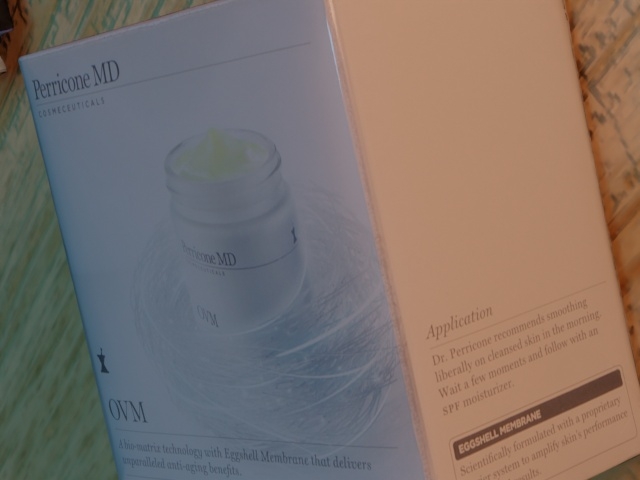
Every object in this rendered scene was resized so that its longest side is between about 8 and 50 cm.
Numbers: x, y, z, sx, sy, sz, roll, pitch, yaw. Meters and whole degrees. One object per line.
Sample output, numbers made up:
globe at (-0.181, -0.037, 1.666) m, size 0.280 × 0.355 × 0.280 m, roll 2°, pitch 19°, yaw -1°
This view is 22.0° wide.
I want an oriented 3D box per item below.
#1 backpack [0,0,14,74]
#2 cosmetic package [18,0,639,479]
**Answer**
backpack at (-0.251, -0.124, 0.997) m, size 0.114 × 0.105 × 0.084 m, roll -1°, pitch 102°, yaw 55°
cosmetic package at (0.000, 0.000, 0.722) m, size 0.224 × 0.138 × 0.225 m, roll -5°, pitch 98°, yaw 50°
